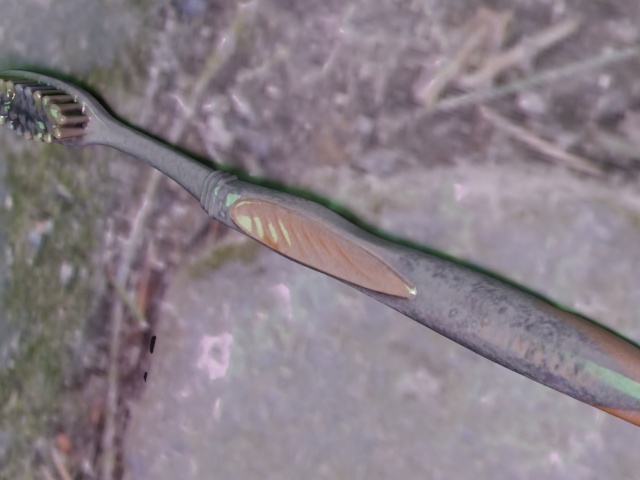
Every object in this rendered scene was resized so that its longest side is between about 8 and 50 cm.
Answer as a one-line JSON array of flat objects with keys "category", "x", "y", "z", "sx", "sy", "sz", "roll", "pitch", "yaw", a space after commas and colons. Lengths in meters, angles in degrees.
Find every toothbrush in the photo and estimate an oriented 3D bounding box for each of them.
[{"category": "toothbrush", "x": 0.000, "y": 0.000, "z": 0.738, "sx": 0.375, "sy": 0.037, "sz": 0.028, "roll": 25, "pitch": 108, "yaw": 29}]
